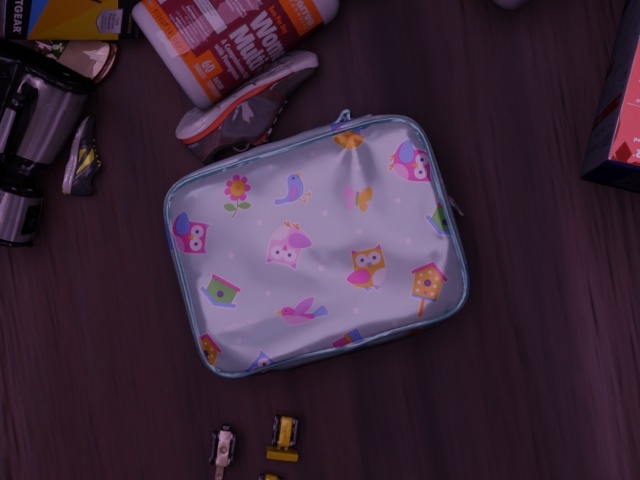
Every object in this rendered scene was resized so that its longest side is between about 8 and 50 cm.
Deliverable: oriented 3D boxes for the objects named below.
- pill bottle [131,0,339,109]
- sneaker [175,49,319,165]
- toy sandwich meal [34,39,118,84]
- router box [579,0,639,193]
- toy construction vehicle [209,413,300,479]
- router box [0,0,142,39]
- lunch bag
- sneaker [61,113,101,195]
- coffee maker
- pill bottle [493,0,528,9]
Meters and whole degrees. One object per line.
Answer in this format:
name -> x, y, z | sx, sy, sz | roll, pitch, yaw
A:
pill bottle -> -0.059, -0.233, 1.703 | 0.221, 0.121, 0.121 | -35, 86, -1
sneaker -> -0.063, -0.128, 1.745 | 0.158, 0.061, 0.065 | -32, 114, 4
toy sandwich meal -> -0.245, -0.187, 1.764 | 0.085, 0.029, 0.086 | 0, 89, 4
router box -> 0.314, -0.196, 1.571 | 0.082, 0.335, 0.301 | 14, 91, 4
toy construction vehicle -> -0.066, 0.215, 1.743 | 0.085, 0.035, 0.098 | 5, 92, -6
router box -> -0.232, -0.275, 1.688 | 0.133, 0.046, 0.179 | -3, 130, -17
lunch bag -> 0.000, 0.000, 1.703 | 0.279, 0.108, 0.224 | -16, 85, 3
sneaker -> -0.231, -0.083, 1.764 | 0.035, 0.031, 0.083 | 15, 94, -9
coffee maker -> -0.323, -0.103, 1.725 | 0.171, 0.120, 0.178 | 30, 101, 30
pill bottle -> 0.128, -0.393, 1.661 | 0.188, 0.188, 0.334 | -43, 86, 2
